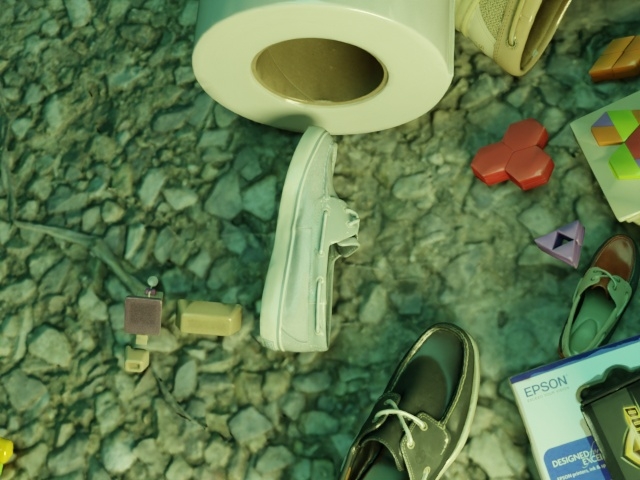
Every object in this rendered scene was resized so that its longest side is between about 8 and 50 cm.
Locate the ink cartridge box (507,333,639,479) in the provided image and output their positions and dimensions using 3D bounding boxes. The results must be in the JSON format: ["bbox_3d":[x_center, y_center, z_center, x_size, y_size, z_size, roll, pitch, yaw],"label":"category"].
[{"bbox_3d":[0.292,0.258,0.748,0.175,0.069,0.371,-20,68,9],"label":"ink cartridge box"}]

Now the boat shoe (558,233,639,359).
[{"bbox_3d":[0.250,0.052,0.852,0.049,0.043,0.137,22,76,24],"label":"boat shoe"}]

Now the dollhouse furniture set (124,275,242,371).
[{"bbox_3d":[-0.139,0.081,0.973,0.114,0.091,0.081,5,27,-5],"label":"dollhouse furniture set"}]

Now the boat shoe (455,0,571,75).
[{"bbox_3d":[0.248,-0.308,0.879,0.121,0.341,0.110,-21,63,-43],"label":"boat shoe"}]

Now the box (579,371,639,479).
[{"bbox_3d":[0.314,0.183,0.684,0.175,0.051,0.220,-31,63,24],"label":"box"}]

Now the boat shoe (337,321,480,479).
[{"bbox_3d":[0.074,0.175,0.838,0.084,0.079,0.233,23,76,24],"label":"boat shoe"}]

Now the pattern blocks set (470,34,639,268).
[{"bbox_3d":[0.320,-0.097,0.843,0.324,0.026,0.285,-35,43,3],"label":"pattern blocks set"}]

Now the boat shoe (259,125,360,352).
[{"bbox_3d":[0.000,0.000,0.932,0.081,0.079,0.228,8,77,9],"label":"boat shoe"}]

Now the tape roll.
[{"bbox_3d":[0.005,-0.230,0.920,0.246,0.246,0.169,-2,69,16],"label":"tape roll"}]

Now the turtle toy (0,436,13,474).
[{"bbox_3d":[-0.361,0.239,0.945,0.095,0.066,0.130,16,76,-3],"label":"turtle toy"}]
